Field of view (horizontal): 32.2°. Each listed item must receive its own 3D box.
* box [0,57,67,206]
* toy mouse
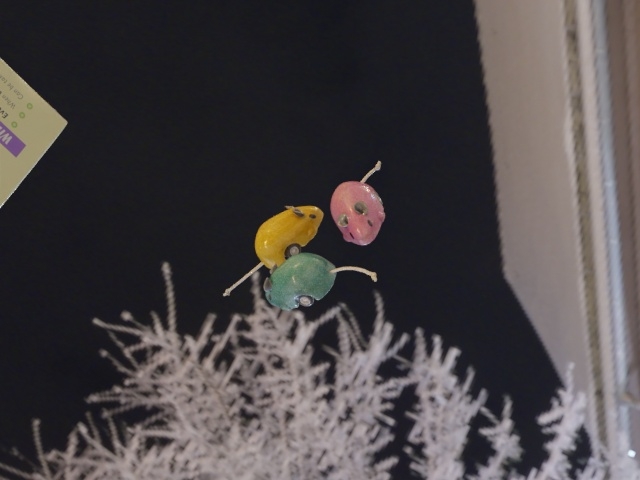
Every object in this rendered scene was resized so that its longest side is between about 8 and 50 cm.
[{"bbox_3d":[-0.344,-0.063,0.774,0.213,0.117,0.243,46,-121,-27],"label":"box"},{"bbox_3d":[0.000,0.000,0.831,0.161,0.143,0.031,-44,-61,-6],"label":"toy mouse"}]
